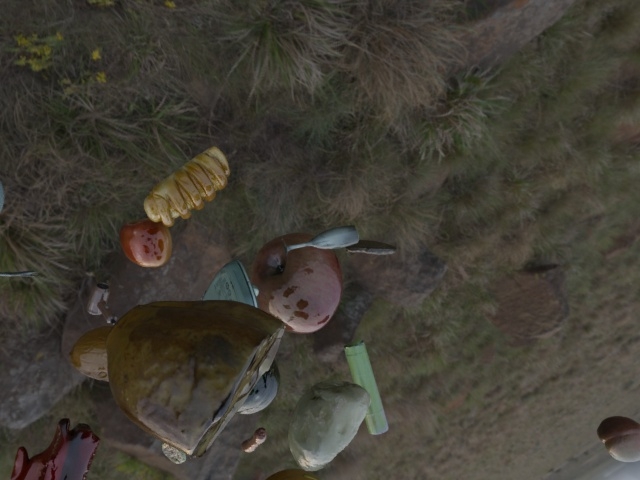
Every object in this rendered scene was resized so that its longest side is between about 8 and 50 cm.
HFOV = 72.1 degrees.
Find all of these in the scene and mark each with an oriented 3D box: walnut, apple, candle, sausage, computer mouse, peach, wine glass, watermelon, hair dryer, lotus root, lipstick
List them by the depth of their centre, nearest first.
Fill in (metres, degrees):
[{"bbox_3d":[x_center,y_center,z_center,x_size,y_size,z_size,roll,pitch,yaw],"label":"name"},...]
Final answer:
[{"bbox_3d":[-0.335,0.362,0.503,0.084,0.302,0.059,14,165,-15],"label":"candle"},{"bbox_3d":[-0.157,0.138,0.545,0.199,0.180,0.188,-50,168,-32],"label":"lotus root"},{"bbox_3d":[0.561,0.365,0.814,0.083,0.083,0.083,-19,139,-17],"label":"peach"},{"bbox_3d":[-0.188,0.164,0.958,0.097,0.159,0.288,-1,144,-38],"label":"computer mouse"},{"bbox_3d":[-0.540,0.283,1.163,0.211,0.167,0.087,10,128,-30],"label":"walnut"},{"bbox_3d":[0.000,0.000,1.165,0.198,0.066,0.066,-12,139,-6],"label":"wine glass"},{"bbox_3d":[-0.194,0.591,1.297,0.043,0.043,0.186,-6,149,-30],"label":"sausage"},{"bbox_3d":[0.151,0.484,1.469,0.076,0.304,0.076,-16,178,-1],"label":"lipstick"},{"bbox_3d":[-0.088,0.133,1.481,0.269,0.345,0.345,26,115,-33],"label":"apple"},{"bbox_3d":[-0.269,0.480,1.547,0.269,0.269,0.269,-19,139,-17],"label":"watermelon"},{"bbox_3d":[-0.625,0.010,1.596,0.199,0.199,0.199,-19,139,-17],"label":"apple"},{"bbox_3d":[-0.795,0.249,1.628,0.064,0.181,0.117,2,119,-53],"label":"hair dryer"}]

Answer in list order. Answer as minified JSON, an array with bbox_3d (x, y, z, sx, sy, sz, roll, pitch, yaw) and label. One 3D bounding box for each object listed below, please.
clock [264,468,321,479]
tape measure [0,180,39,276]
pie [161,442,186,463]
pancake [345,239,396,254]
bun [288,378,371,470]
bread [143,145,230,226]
[{"bbox_3d":[-0.024,0.704,1.059,0.244,0.317,0.200,-65,-173,-14],"label":"clock"},{"bbox_3d":[-0.578,-0.021,0.762,0.164,0.084,0.330,-29,139,-4],"label":"tape measure"},{"bbox_3d":[-0.406,0.587,1.222,0.017,0.085,0.085,-48,166,-55],"label":"pie"},{"bbox_3d":[0.159,0.023,1.730,0.286,0.288,0.033,-12,107,-64],"label":"pancake"},{"bbox_3d":[0.009,0.393,0.981,0.231,0.133,0.231,-45,167,-13],"label":"bun"},{"bbox_3d":[-0.430,-0.163,1.451,0.311,0.121,0.173,-44,169,-18],"label":"bread"}]
